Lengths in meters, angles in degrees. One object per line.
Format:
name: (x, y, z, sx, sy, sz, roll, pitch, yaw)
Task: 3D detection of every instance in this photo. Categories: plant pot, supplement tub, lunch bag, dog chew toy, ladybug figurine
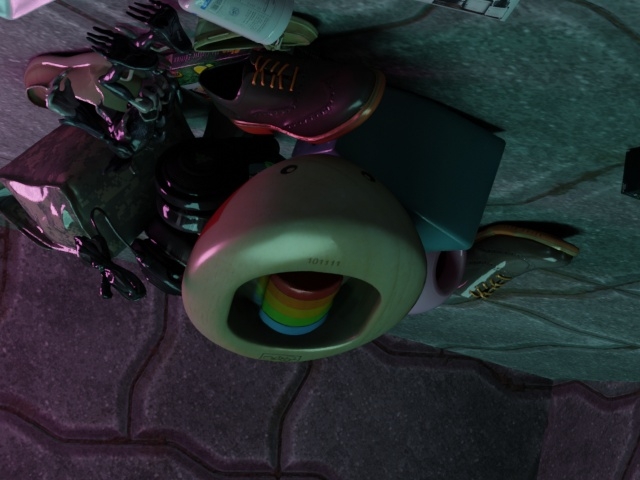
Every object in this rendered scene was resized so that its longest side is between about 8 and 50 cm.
plant pot: (0.093, -0.109, 1.549, 0.234, 0.166, 0.165, 30, 161, -29)
supplement tub: (-0.090, -0.258, 1.219, 0.107, 0.071, 0.071, 19, 167, -33)
lunch bag: (-0.351, -0.104, 1.759, 0.287, 0.235, 0.169, 12, 138, 47)
dog chew toy: (0.091, 0.011, 2.053, 0.332, 0.207, 0.206, 14, 172, 37)
ladybug figurine: (-0.025, 0.027, 1.491, 0.305, 0.162, 0.449, 5, 153, -13)

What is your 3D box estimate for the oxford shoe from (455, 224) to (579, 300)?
oxford shoe: (0.325, 0.050, 2.119, 0.130, 0.133, 0.363, 20, 166, -31)

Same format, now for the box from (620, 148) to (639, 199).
box: (0.442, -0.088, 1.503, 0.052, 0.062, 0.083, 16, 168, -23)

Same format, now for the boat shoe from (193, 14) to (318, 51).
boat shoe: (-0.076, -0.239, 1.349, 0.153, 0.048, 0.056, 9, 168, 17)

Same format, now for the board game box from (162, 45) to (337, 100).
board game box: (-0.091, -0.221, 1.511, 0.136, 0.030, 0.259, 25, 163, -40)

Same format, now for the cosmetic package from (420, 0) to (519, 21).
cosmetic package: (0.069, -0.265, 1.040, 0.239, 0.060, 0.099, 13, 168, -3)

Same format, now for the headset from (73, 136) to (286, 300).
headset: (-0.169, -0.009, 1.604, 0.185, 0.243, 0.394, 39, -149, 30)

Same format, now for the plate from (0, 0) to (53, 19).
plate: (-0.401, -0.333, 1.245, 0.278, 0.045, 0.277, 20, 167, -35)

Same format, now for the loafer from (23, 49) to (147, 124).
loafer: (-0.352, -0.213, 1.656, 0.102, 0.092, 0.268, 21, 166, -38)

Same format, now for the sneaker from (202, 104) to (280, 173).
sneaker: (-0.108, -0.160, 1.753, 0.118, 0.083, 0.222, -6, 166, -20)

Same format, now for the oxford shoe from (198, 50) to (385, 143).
oxford shoe: (-0.041, -0.177, 1.371, 0.271, 0.097, 0.098, 1, 158, 45)

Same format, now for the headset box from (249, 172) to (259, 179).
headset box: (-0.137, 0.023, 2.072, 0.110, 0.293, 0.218, 13, 168, -3)

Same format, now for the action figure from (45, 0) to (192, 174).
action figure: (-0.247, -0.195, 1.455, 0.141, 0.164, 0.276, 37, 150, 4)
